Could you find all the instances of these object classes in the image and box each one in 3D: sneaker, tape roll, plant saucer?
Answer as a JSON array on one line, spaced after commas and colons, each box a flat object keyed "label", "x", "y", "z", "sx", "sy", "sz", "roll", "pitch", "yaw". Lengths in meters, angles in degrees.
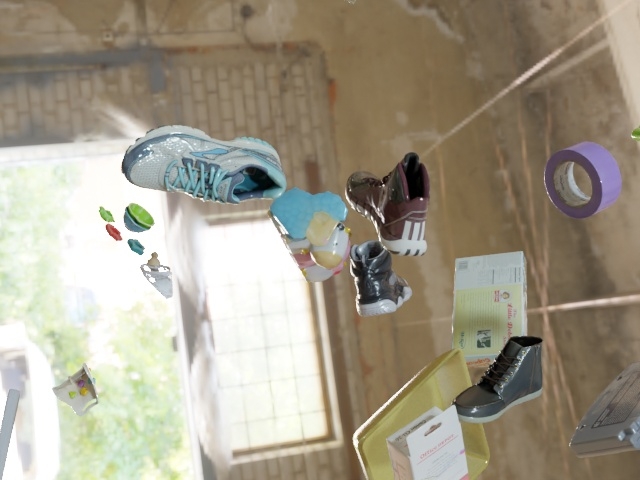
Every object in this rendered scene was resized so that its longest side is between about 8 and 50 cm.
[{"label": "sneaker", "x": 0.323, "y": 0.250, "z": 1.677, "sx": 0.083, "sy": 0.222, "sz": 0.118, "roll": 24, "pitch": -58, "yaw": 47}, {"label": "tape roll", "x": 0.680, "y": -0.157, "z": 2.366, "sx": 0.189, "sy": 0.080, "sz": 0.189, "roll": 34, "pitch": -45, "yaw": 43}, {"label": "plant saucer", "x": 0.202, "y": 0.433, "z": 1.908, "sx": 0.081, "sy": 0.333, "sz": 0.333, "roll": 14, "pitch": -49, "yaw": 46}, {"label": "sneaker", "x": 0.134, "y": 0.070, "z": 2.008, "sx": 0.268, "sy": 0.101, "sz": 0.153, "roll": -31, "pitch": 111, "yaw": -74}, {"label": "sneaker", "x": 0.137, "y": -0.103, "z": 1.667, "sx": 0.281, "sy": 0.106, "sz": 0.163, "roll": -125, "pitch": -140, "yaw": -52}, {"label": "sneaker", "x": -0.182, "y": -0.116, "z": 1.495, "sx": 0.122, "sy": 0.283, "sz": 0.110, "roll": 55, "pitch": -41, "yaw": 46}]

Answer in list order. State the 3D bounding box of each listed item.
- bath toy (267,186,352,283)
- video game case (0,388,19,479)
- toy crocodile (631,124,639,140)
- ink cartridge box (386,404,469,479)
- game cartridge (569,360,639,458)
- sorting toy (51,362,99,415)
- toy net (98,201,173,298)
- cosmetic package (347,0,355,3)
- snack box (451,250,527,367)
[{"label": "bath toy", "x": 0.000, "y": 0.000, "z": 1.752, "sx": 0.151, "sy": 0.129, "sz": 0.348, "roll": 56, "pitch": -5, "yaw": 15}, {"label": "video game case", "x": -0.577, "y": 0.406, "z": 1.620, "sx": 0.212, "sy": 0.023, "sz": 0.193, "roll": -102, "pitch": -149, "yaw": -52}, {"label": "toy crocodile", "x": 0.731, "y": -0.154, "z": 1.699, "sx": 0.115, "sy": 0.340, "sz": 0.105, "roll": 28, "pitch": -75, "yaw": 65}, {"label": "ink cartridge box", "x": 0.183, "y": 0.368, "z": 1.556, "sx": 0.067, "sy": 0.115, "sz": 0.198, "roll": 29, "pitch": -40, "yaw": 49}, {"label": "game cartridge", "x": 0.658, "y": 0.350, "z": 1.927, "sx": 0.060, "sy": 0.294, "sz": 0.196, "roll": 55, "pitch": -34, "yaw": -6}, {"label": "sorting toy", "x": -0.441, "y": 0.281, "z": 1.680, "sx": 0.075, "sy": 0.083, "sz": 0.045, "roll": 58, "pitch": 13, "yaw": 21}, {"label": "toy net", "x": -0.346, "y": 0.013, "z": 1.776, "sx": 0.232, "sy": 0.045, "sz": 0.122, "roll": 55, "pitch": 16, "yaw": 29}, {"label": "cosmetic package", "x": 0.016, "y": -0.440, "z": 1.489, "sx": 0.041, "sy": 0.115, "sz": 0.060, "roll": -57, "pitch": -170, "yaw": 43}, {"label": "snack box", "x": 0.447, "y": 0.180, "z": 2.396, "sx": 0.060, "sy": 0.187, "sz": 0.322, "roll": 60, "pitch": 31, "yaw": -46}]
